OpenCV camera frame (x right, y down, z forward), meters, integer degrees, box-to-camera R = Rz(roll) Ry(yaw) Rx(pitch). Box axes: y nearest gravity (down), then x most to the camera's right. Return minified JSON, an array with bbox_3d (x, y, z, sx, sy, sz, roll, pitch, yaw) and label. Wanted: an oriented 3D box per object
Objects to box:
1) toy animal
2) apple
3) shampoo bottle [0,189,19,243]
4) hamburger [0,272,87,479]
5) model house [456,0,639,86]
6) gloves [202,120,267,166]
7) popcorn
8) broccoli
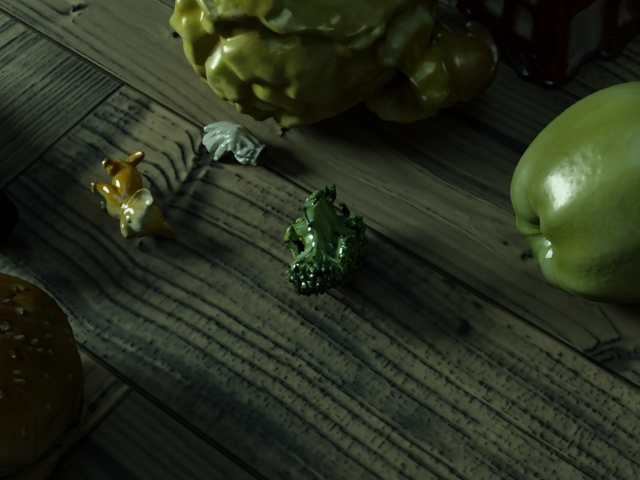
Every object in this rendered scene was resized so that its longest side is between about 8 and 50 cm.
[{"bbox_3d":[-0.165,-0.039,1.123,0.083,0.060,0.081,25,60,30],"label":"toy animal"},{"bbox_3d":[0.262,-0.037,1.024,0.200,0.200,0.200,-1,54,2],"label":"apple"},{"bbox_3d":[-0.381,-0.089,1.141,0.104,0.104,0.278,-37,61,-22],"label":"shampoo bottle"},{"bbox_3d":[-0.309,0.107,0.953,0.243,0.146,0.286,-14,34,-31],"label":"hamburger"},{"bbox_3d":[0.246,-0.313,1.182,0.196,0.254,0.160,-31,54,-19],"label":"model house"},{"bbox_3d":[-0.077,-0.092,1.173,0.081,0.037,0.044,12,19,18],"label":"gloves"},{"bbox_3d":[0.013,-0.225,1.163,0.332,0.225,0.265,19,66,-10],"label":"popcorn"},{"bbox_3d":[0.000,0.000,1.061,0.097,0.092,0.095,-36,32,-16],"label":"broccoli"}]
